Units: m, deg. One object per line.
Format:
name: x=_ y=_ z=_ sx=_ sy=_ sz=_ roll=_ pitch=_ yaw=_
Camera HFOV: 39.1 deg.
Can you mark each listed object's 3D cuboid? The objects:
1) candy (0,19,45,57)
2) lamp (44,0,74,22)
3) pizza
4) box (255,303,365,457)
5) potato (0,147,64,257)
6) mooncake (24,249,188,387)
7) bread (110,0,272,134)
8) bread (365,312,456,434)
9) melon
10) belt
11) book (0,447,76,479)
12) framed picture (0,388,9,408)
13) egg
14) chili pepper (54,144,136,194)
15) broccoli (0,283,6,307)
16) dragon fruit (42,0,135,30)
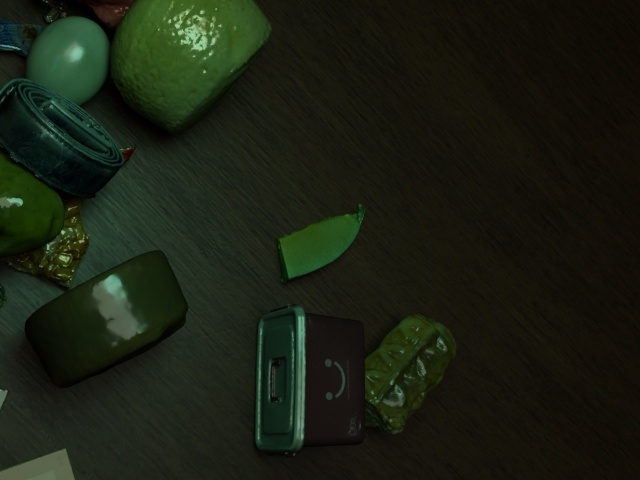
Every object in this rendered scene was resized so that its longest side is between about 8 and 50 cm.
candy: x=-0.603 y=-0.394 z=1.761 sx=0.136 sy=0.038 sz=0.088 roll=9 pitch=62 yaw=-28
lamp: x=-0.525 y=-0.476 z=1.813 sx=0.063 sy=0.031 sz=0.083 roll=-2 pitch=76 yaw=-24
pizza: x=-0.506 y=0.017 z=1.701 sx=0.182 sy=0.062 sz=0.161 roll=-26 pitch=92 yaw=-26
box: x=-0.019 y=0.280 z=1.787 sx=0.168 sy=0.193 sz=0.294 roll=8 pitch=75 yaw=-30
potato: x=-0.606 y=-0.076 z=1.583 sx=0.304 sy=0.216 sz=0.215 roll=12 pitch=73 yaw=8
mooncake: x=-0.374 y=0.144 z=1.606 sx=0.284 sy=0.284 sz=0.155 roll=-30 pitch=92 yaw=-25
bread: x=-0.258 y=-0.377 z=1.758 sx=0.237 sy=0.320 sz=0.320 roll=46 pitch=66 yaw=-4
bread: x=0.175 y=0.272 z=1.896 sx=0.152 sy=0.130 sz=0.267 roll=43 pitch=66 yaw=0
melon: x=0.001 y=-0.001 z=1.936 sx=0.262 sy=0.053 sz=0.114 roll=-35 pitch=75 yaw=-29
belt: x=-0.475 y=-0.190 z=1.615 sx=0.116 sy=0.206 sz=0.267 roll=-44 pitch=141 yaw=12
book: x=-0.527 y=0.459 z=1.626 sx=0.172 sy=0.012 sz=0.118 roll=-15 pitch=85 yaw=-24
framed picture: x=-0.730 y=0.322 z=1.568 sx=0.293 sy=0.018 sz=0.231 roll=24 pitch=71 yaw=-16
egg: x=-0.485 y=-0.338 z=1.731 sx=0.149 sy=0.149 sz=0.192 roll=33 pitch=97 yaw=-13
chili pepper: x=-0.478 y=-0.128 z=1.753 sx=0.268 sy=0.050 sz=0.059 roll=-25 pitch=44 yaw=-27
broccoli: x=-0.663 y=0.124 z=1.587 sx=0.220 sy=0.194 sz=0.194 roll=-1 pitch=79 yaw=-46
dragon fruit: x=-0.437 y=-0.555 z=1.759 sx=0.306 sy=0.225 sz=0.305 roll=7 pitch=40 yaw=-6
